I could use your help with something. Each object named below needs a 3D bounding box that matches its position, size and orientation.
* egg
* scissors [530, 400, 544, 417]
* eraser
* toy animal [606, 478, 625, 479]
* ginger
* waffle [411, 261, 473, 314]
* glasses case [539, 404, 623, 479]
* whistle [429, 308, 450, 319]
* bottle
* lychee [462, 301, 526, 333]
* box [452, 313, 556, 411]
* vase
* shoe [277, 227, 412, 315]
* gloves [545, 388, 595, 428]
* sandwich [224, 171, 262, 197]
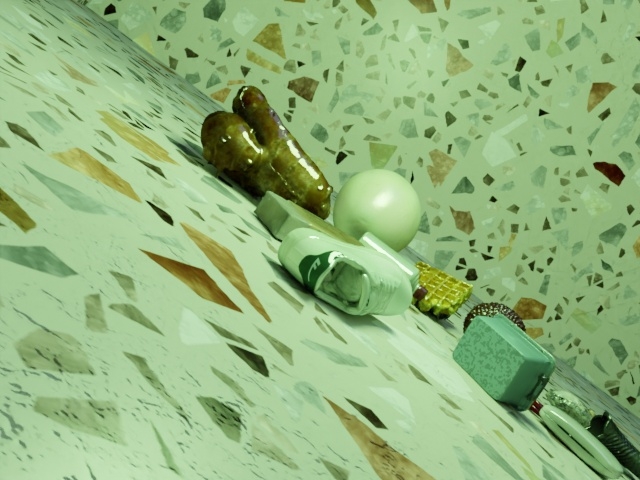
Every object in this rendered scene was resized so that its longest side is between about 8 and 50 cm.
[{"bbox_3d":[0.176,-0.082,2.224,0.283,0.283,0.345,38,17,4],"label":"egg"},{"bbox_3d":[0.652,0.510,1.864,0.247,0.017,0.144,41,10,19],"label":"scissors"},{"bbox_3d":[0.000,0.000,1.743,0.343,0.078,0.144,29,11,-38],"label":"eraser"},{"bbox_3d":[0.574,0.495,1.089,0.257,0.194,0.357,27,0,2],"label":"toy animal"},{"bbox_3d":[-0.150,-0.193,1.837,0.418,0.254,0.176,52,-25,-1],"label":"ginger"},{"bbox_3d":[0.329,0.150,2.162,0.229,0.057,0.219,25,28,20],"label":"waffle"},{"bbox_3d":[0.639,0.493,1.737,0.233,0.059,0.092,42,10,34],"label":"glasses case"},{"bbox_3d":[0.305,0.144,2.286,0.068,0.057,0.326,38,6,-47],"label":"whistle"},{"bbox_3d":[0.202,0.085,2.024,0.245,0.104,0.104,37,8,9],"label":"bottle"},{"bbox_3d":[0.500,0.268,2.047,0.188,0.188,0.188,36,8,-6],"label":"lychee"},{"bbox_3d":[0.441,0.291,1.719,0.130,0.162,0.227,16,19,-38],"label":"box"},{"bbox_3d":[0.846,0.591,1.943,0.237,0.115,0.115,40,8,3],"label":"vase"},{"bbox_3d":[0.087,0.092,1.426,0.362,0.132,0.160,25,13,-37],"label":"shoe"},{"bbox_3d":[0.733,0.497,2.081,0.153,0.070,0.114,39,15,14],"label":"gloves"},{"bbox_3d":[-0.207,-0.201,1.984,0.235,0.079,0.159,32,10,-27],"label":"sandwich"}]
